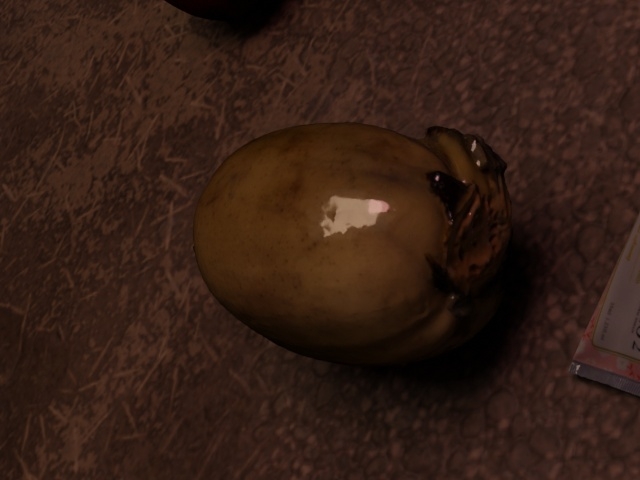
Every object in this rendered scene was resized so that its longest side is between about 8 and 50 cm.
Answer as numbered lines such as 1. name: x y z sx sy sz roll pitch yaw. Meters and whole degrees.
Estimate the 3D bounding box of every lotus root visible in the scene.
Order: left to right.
1. lotus root: 0.000 0.000 1.093 0.310 0.182 0.183 5 66 49

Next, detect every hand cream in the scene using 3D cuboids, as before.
1. hand cream: 0.222 -0.004 0.985 0.067 0.043 0.210 17 81 45

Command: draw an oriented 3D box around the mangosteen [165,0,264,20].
1. mangosteen: -0.094 -0.292 1.426 0.166 0.166 0.180 -10 26 41
